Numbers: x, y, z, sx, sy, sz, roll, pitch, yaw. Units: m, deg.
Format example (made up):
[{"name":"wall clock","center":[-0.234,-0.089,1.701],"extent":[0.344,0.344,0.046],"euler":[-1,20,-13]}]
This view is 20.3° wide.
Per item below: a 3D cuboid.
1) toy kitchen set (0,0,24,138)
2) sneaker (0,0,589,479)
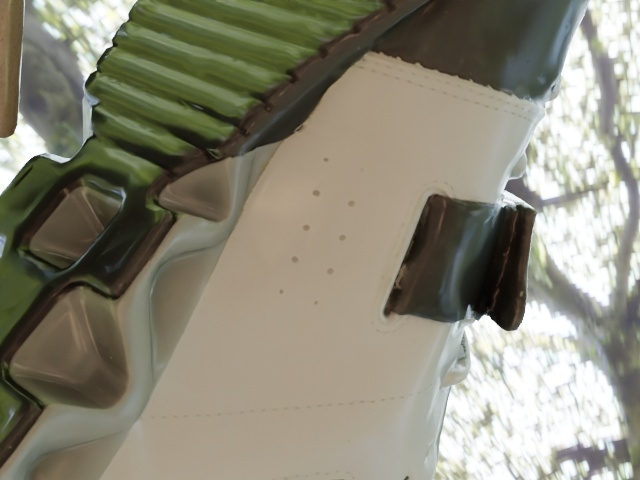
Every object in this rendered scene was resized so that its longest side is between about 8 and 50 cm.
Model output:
[{"name":"toy kitchen set","center":[-0.166,-0.126,0.431],"extent":[0.122,0.166,0.207],"euler":[22,-65,39]},{"name":"sneaker","center":[0.000,0.000,0.520],"extent":[0.330,0.146,0.122],"euler":[-50,-146,-5]}]
